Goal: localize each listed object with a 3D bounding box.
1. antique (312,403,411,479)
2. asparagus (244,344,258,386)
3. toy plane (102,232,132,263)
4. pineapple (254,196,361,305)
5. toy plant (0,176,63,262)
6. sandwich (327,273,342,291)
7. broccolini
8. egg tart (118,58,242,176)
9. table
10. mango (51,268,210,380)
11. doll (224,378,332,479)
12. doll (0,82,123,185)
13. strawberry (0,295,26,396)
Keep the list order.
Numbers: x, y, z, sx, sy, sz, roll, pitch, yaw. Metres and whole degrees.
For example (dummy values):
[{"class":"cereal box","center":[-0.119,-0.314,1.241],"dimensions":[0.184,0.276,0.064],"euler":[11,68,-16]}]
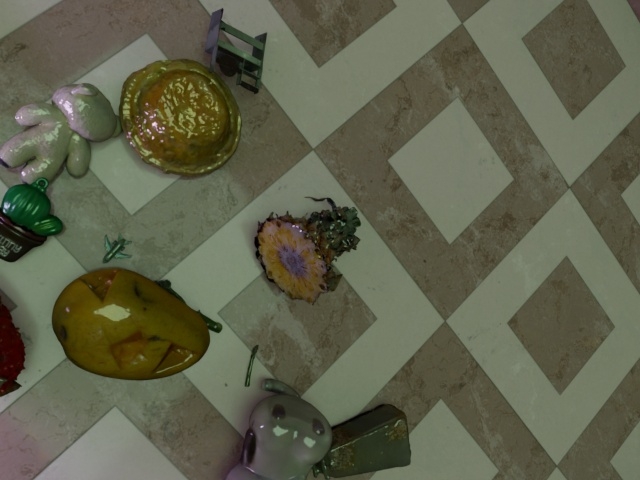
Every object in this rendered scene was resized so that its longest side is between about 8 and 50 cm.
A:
[{"class":"antique","center":[0.100,0.567,1.552],"dimensions":[0.284,0.125,0.150],"euler":[-10,92,-21]},{"class":"asparagus","center":[-0.185,0.335,1.507],"dimensions":[0.015,0.014,0.114],"euler":[20,81,-54]},{"class":"toy plane","center":[-0.505,0.023,1.381],"dimensions":[0.080,0.033,0.083],"euler":[42,82,-16]},{"class":"pineapple","center":[0.000,0.000,1.506],"dimensions":[0.272,0.262,0.262],"euler":[-33,101,-42]},{"class":"toy plant","center":[-0.665,-0.046,1.276],"dimensions":[0.143,0.105,0.200],"euler":[37,85,-15]},{"class":"sandwich","center":[0.028,0.123,1.585],"dimensions":[0.083,0.031,0.044],"euler":[-11,91,-22]},{"class":"broccolini","center":[-0.342,0.168,1.441],"dimensions":[0.216,0.058,0.067],"euler":[33,114,-25]},{"class":"egg tart","center":[-0.332,-0.310,1.390],"dimensions":[0.319,0.128,0.318],"euler":[0,90,-29]},{"class":"table","center":[-0.221,-0.484,1.459],"dimensions":[0.146,0.062,0.175],"euler":[15,81,-43]},{"class":"mango","center":[-0.435,0.204,1.318],"dimensions":[0.365,0.182,0.253],"euler":[20,106,-28]},{"class":"doll","center":[-0.113,0.560,1.415],"dimensions":[0.215,0.226,0.370],"euler":[22,81,-19]},{"class":"doll","center":[-0.614,-0.252,1.312],"dimensions":[0.278,0.175,0.149],"euler":[-42,66,-8]},{"class":"strawberry","center":[-0.771,0.184,1.176],"dimensions":[0.292,0.292,0.343],"euler":[-4,74,-21]}]
